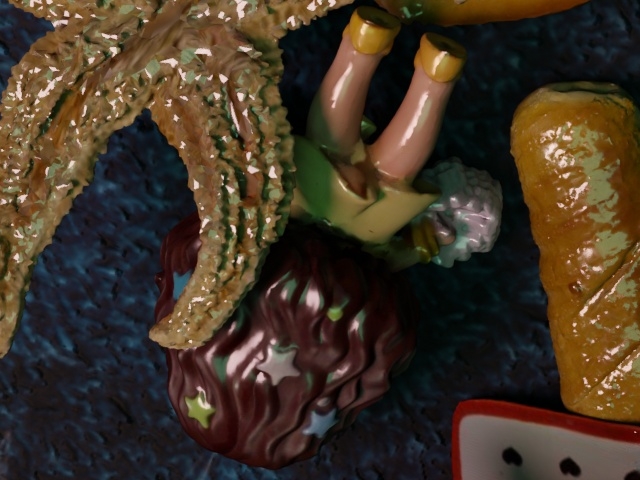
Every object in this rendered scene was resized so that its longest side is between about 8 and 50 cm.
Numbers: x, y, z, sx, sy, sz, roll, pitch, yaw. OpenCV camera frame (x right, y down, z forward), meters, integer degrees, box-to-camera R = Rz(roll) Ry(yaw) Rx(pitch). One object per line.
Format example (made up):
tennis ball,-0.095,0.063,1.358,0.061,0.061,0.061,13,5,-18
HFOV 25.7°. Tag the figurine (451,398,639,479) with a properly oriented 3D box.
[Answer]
figurine,0.074,0.206,0.664,0.160,0.226,0.183,6,109,37

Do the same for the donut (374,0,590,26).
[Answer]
donut,0.084,-0.187,0.676,0.179,0.065,0.162,1,109,2

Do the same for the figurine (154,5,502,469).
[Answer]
figurine,-0.001,0.002,0.700,0.175,0.116,0.240,22,104,-3

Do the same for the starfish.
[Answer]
starfish,-0.093,-0.110,0.638,0.299,0.060,0.302,-37,88,16

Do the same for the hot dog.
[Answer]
hot dog,0.157,0.055,0.736,0.088,0.061,0.285,-15,102,19
